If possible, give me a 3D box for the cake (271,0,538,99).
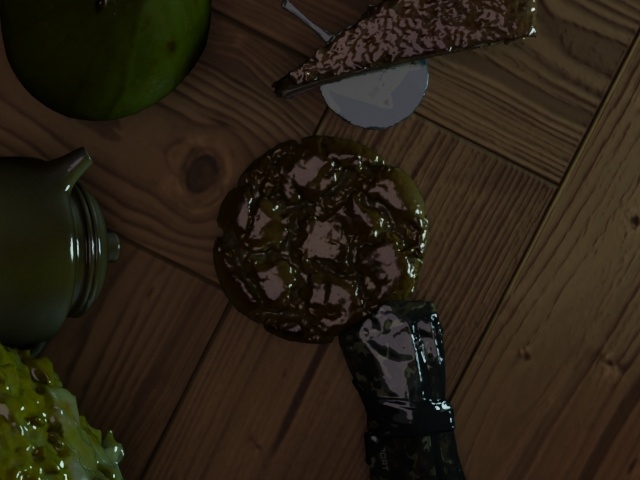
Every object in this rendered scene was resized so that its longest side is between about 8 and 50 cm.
[{"bbox_3d":[0.090,-0.201,1.635,0.295,0.116,0.112,-26,91,-3],"label":"cake"}]

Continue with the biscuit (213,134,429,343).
[{"bbox_3d":[0.000,0.000,1.693,0.226,0.042,0.225,0,95,0],"label":"biscuit"}]

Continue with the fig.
[{"bbox_3d":[-0.204,-0.224,1.587,0.203,0.225,0.203,4,78,-19],"label":"fig"}]

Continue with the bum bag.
[{"bbox_3d":[0.087,0.179,1.692,0.102,0.069,0.248,-14,98,-15],"label":"bum bag"}]

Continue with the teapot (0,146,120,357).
[{"bbox_3d":[-0.286,0.020,1.636,0.175,0.185,0.267,-1,128,-29],"label":"teapot"}]

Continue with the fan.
[{"bbox_3d":[0.030,-0.190,1.696,0.175,0.005,0.113,38,92,-3],"label":"fan"}]

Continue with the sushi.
[{"bbox_3d":[-0.351,0.248,1.531,0.351,0.396,0.240,-28,81,-5],"label":"sushi"}]
